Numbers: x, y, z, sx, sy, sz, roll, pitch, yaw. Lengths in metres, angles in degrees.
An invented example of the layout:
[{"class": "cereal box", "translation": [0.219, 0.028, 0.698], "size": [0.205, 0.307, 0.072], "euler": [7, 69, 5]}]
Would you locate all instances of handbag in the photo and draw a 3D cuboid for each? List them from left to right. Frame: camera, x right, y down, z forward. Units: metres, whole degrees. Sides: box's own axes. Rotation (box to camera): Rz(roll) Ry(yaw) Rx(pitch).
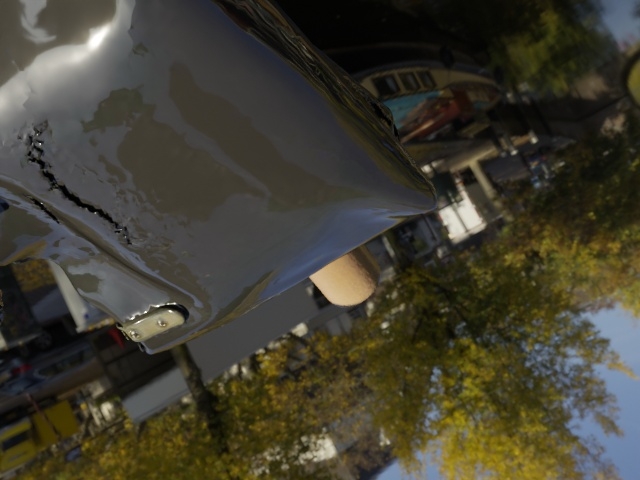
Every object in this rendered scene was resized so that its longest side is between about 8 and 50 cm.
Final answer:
[{"class": "handbag", "translation": [-0.115, -0.050, 0.460], "size": [0.288, 0.152, 0.342], "euler": [-38, 132, 17]}]

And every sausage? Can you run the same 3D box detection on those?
[{"class": "sausage", "translation": [0.000, 0.000, 1.221], "size": [0.123, 0.253, 0.123], "euler": [-27, -147, 20]}]

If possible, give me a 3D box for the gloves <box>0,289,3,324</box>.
[{"class": "gloves", "translation": [-0.527, 0.106, 0.971], "size": [0.164, 0.124, 0.203], "euler": [5, 154, 15]}]
